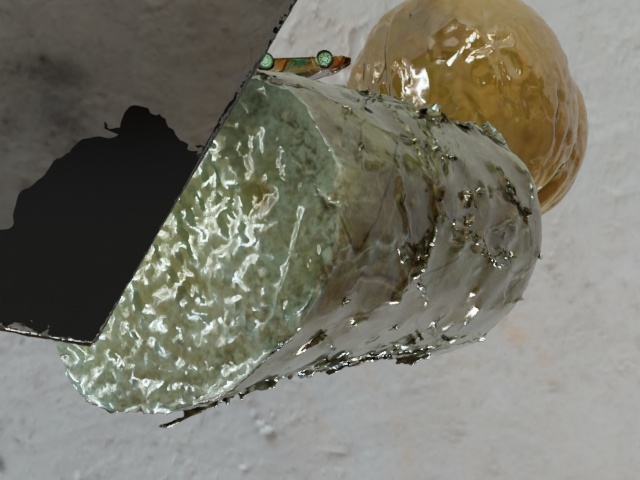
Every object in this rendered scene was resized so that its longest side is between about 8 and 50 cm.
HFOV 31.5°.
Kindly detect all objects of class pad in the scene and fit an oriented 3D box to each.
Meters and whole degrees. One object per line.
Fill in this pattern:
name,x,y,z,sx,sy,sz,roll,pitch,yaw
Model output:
pad,-0.145,-0.067,0.589,0.202,0.299,0.005,8,133,14

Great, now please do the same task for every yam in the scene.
yam,0.000,0.000,0.828,0.241,0.348,0.241,0,91,39

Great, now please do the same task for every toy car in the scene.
toy car,-0.025,-0.198,1.301,0.122,0.059,0.035,0,90,3

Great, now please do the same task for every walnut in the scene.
walnut,0.181,-0.146,1.392,0.333,0.333,0.332,3,122,5
